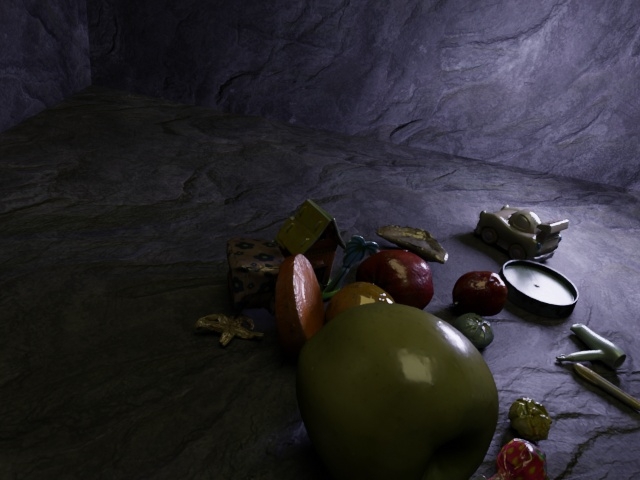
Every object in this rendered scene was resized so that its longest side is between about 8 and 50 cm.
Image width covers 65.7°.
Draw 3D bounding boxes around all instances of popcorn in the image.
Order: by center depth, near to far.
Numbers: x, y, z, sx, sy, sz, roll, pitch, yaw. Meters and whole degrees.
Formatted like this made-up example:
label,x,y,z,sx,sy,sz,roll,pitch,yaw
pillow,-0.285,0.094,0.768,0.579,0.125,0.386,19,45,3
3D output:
label,x,y,z,sx,sy,sz,roll,pitch,yaw
popcorn,0.588,0.493,1.387,0.116,0.106,0.120,7,30,11

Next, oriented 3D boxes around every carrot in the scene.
label,x,y,z,sx,sy,sz,roll,pitch,yaw
carrot,-0.065,0.189,1.487,0.100,0.258,0.307,-12,67,13

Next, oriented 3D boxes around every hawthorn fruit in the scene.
label,x,y,z,sx,sy,sz,roll,pitch,yaw
hawthorn fruit,0.276,0.153,1.734,0.254,0.254,0.300,36,22,34
hawthorn fruit,0.558,0.196,1.797,0.235,0.181,0.181,-7,36,-28

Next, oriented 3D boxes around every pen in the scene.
label,x,y,z,sx,sy,sz,roll,pitch,yaw
pen,0.930,0.477,1.602,0.040,0.032,0.233,-38,53,-23

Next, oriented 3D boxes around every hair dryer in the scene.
label,x,y,z,sx,sy,sz,roll,pitch,yaw
hair dryer,0.907,0.379,1.741,0.237,0.075,0.206,-9,29,-18

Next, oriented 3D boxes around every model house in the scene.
label,x,y,z,sx,sy,sz,roll,pitch,yaw
model house,0.000,0.000,1.779,0.340,0.323,0.300,-11,38,-32

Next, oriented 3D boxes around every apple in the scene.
label,x,y,z,sx,sy,sz,roll,pitch,yaw
apple,0.166,0.361,1.151,0.474,0.473,0.473,9,31,-5

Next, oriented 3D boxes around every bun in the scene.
label,x,y,z,sx,sy,sz,roll,pitch,yaw
bun,0.529,0.301,1.702,0.141,0.083,0.141,11,29,-6

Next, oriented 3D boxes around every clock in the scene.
label,x,y,z,sx,sy,sz,roll,pitch,yaw
clock,0.883,0.189,2.024,0.319,0.066,0.319,8,30,-5

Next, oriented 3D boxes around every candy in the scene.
label,x,y,z,sx,sy,sz,roll,pitch,yaw
candy,0.397,0.596,1.180,0.365,0.124,0.124,-20,42,-25

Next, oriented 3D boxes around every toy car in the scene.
label,x,y,z,sx,sy,sz,roll,pitch,yaw
toy car,0.921,-0.062,2.288,0.242,0.226,0.336,-13,40,-35

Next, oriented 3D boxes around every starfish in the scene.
label,x,y,z,sx,sy,sz,roll,pitch,yaw
starfish,-0.275,0.263,1.519,0.210,0.053,0.150,16,36,4

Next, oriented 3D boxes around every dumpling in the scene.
label,x,y,z,sx,sy,sz,roll,pitch,yaw
dumpling,0.402,0.016,2.119,0.332,0.086,0.166,29,36,26

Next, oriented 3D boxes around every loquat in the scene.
label,x,y,z,sx,sy,sz,roll,pitch,yaw
loquat,0.128,0.240,1.523,0.235,0.235,0.235,9,31,-5

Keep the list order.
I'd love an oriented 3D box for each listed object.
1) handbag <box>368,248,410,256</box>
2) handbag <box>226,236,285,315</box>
label,x,y,z,sx,sy,sz,roll,pitch,yaw
handbag,0.305,0.109,1.948,0.216,0.074,0.203,-1,34,-20
handbag,-0.217,0.118,1.618,0.190,0.193,0.251,6,20,-20
